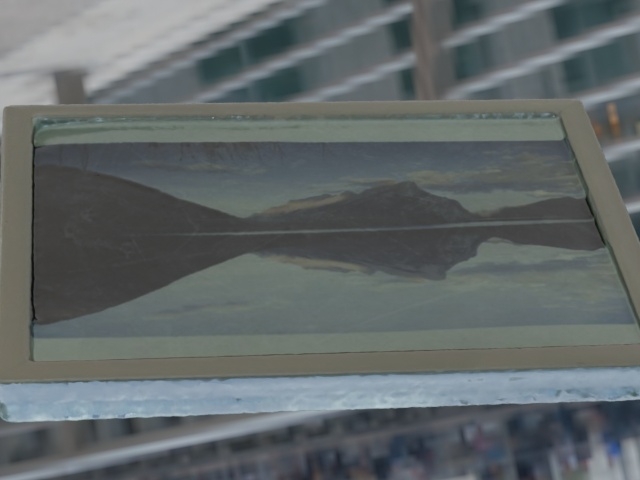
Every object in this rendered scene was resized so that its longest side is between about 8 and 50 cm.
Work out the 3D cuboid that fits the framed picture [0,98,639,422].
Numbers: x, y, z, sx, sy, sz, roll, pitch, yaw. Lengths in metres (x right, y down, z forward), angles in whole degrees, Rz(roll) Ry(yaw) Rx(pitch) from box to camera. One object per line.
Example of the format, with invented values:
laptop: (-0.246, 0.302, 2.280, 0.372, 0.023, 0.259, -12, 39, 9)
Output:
framed picture: (0.000, 0.000, 0.615, 0.203, 0.015, 0.150, -1, -143, -6)
